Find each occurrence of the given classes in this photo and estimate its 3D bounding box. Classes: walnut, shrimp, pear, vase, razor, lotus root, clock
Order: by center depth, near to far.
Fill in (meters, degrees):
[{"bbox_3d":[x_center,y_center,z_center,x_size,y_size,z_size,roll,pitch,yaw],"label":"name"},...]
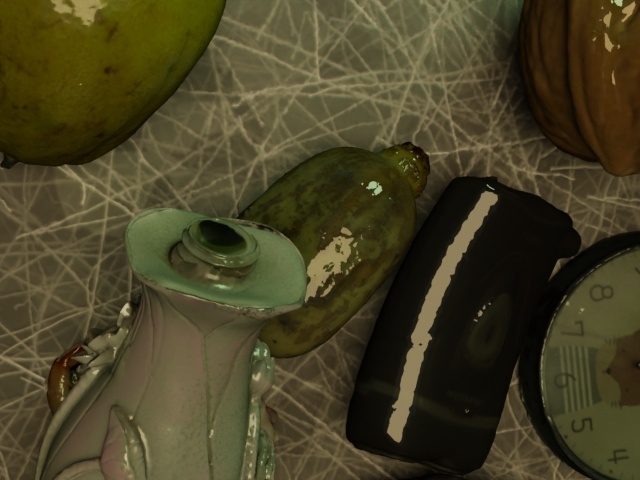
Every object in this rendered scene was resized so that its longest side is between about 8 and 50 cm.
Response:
[{"bbox_3d":[-0.256,-0.225,1.288,0.287,0.287,0.375,25,114,-10],"label":"pear"},{"bbox_3d":[-0.156,0.183,1.299,0.250,0.250,0.445,14,118,-9],"label":"vase"},{"bbox_3d":[0.361,-0.224,1.353,0.333,0.333,0.332,-1,96,-8],"label":"walnut"},{"bbox_3d":[0.000,0.000,1.406,0.173,0.173,0.309,43,87,-10],"label":"lotus root"},{"bbox_3d":[0.161,0.098,1.433,0.204,0.113,0.349,24,88,-38],"label":"razor"},{"bbox_3d":[-0.252,0.148,1.446,0.095,0.045,0.162,38,95,11],"label":"shrimp"},{"bbox_3d":[0.403,0.151,1.517,0.325,0.067,0.325,-1,96,-7],"label":"clock"}]

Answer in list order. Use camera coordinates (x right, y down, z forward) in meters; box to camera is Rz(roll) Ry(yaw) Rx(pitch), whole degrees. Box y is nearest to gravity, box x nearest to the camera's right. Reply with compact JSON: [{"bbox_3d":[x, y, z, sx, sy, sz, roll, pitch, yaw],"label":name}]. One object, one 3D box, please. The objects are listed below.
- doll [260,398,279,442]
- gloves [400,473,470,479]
[{"bbox_3d":[-0.084,0.212,1.460,0.084,0.073,0.127,-26,105,-38],"label":"doll"},{"bbox_3d":[0.148,0.336,1.480,0.286,0.142,0.119,3,58,-18],"label":"gloves"}]
